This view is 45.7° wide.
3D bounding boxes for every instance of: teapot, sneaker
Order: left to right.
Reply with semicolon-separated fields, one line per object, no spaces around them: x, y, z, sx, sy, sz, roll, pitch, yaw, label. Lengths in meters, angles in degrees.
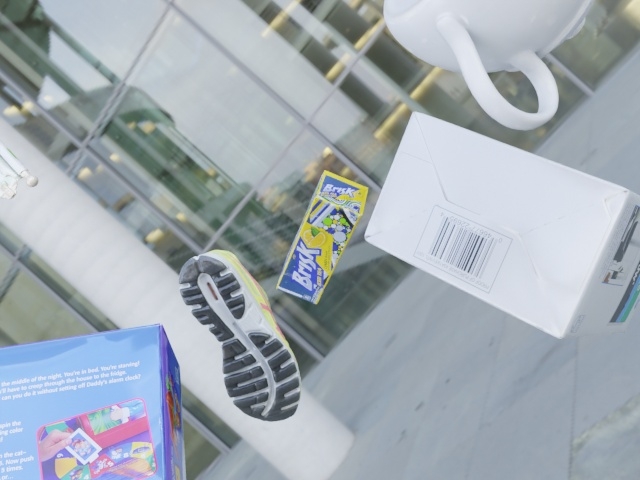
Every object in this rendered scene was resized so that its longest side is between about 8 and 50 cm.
-0.074;0.097;0.823;0.081;0.208;0.094;-20;13;10;sneaker
0.200;-0.267;0.793;0.256;0.187;0.252;-56;20;11;teapot

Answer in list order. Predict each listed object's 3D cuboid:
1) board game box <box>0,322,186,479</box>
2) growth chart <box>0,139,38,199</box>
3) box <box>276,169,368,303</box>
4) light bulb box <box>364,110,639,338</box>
-0.265;0.197;0.500;0.347;0.233;0.078;-8;-34;-3;board game box
-0.505;-0.059;1.011;0.237;0.172;0.021;-42;-18;3;growth chart
0.000;0.000;0.920;0.054;0.059;0.169;-72;5;-47;box
0.332;-0.021;1.228;0.361;0.358;0.225;8;-73;-55;light bulb box
